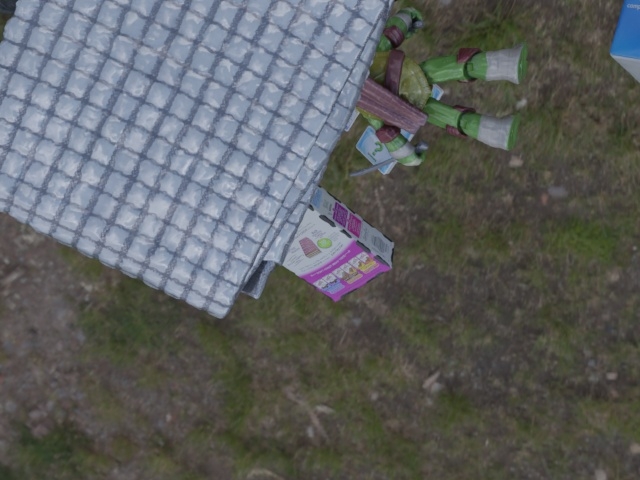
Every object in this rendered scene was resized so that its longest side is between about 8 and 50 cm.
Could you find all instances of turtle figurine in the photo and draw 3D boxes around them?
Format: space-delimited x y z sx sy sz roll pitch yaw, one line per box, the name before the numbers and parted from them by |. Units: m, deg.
turtle figurine | 0.146 -0.209 1.219 0.266 0.197 0.274 11 163 21

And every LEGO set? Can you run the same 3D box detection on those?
LEGO set | 0.065 -0.253 1.479 0.244 0.060 0.182 48 126 20

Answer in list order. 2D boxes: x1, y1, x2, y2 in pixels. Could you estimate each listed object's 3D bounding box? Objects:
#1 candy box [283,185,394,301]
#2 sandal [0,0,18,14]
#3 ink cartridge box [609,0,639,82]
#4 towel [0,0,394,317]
candy box | 0.000 0.000 1.646 0.233 0.071 0.159 36 131 -26
sandal | -0.421 -0.401 0.949 0.168 0.107 0.445 -10 145 2
ink cartridge box | 0.302 -0.229 0.667 0.078 0.134 0.231 18 95 34
towel | -0.097 -0.114 0.645 0.235 0.121 0.283 25 98 -6
